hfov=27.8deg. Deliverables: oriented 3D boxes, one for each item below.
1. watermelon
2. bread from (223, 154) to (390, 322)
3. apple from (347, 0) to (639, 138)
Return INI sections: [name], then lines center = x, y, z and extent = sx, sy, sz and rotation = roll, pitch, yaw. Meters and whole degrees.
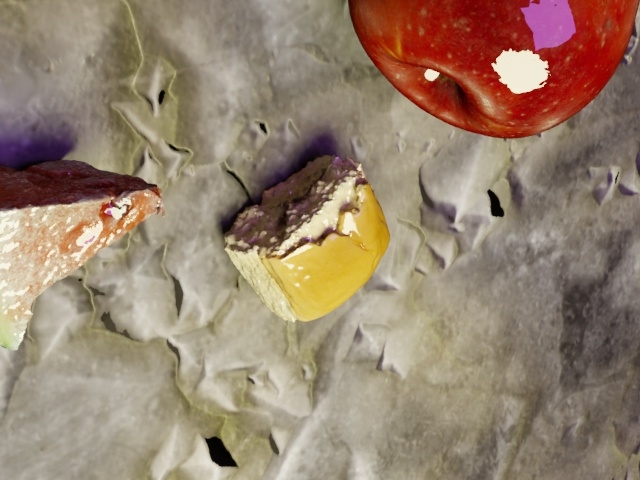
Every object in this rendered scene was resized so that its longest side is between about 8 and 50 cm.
[watermelon]
center = -0.202, -0.025, 0.880
extent = 0.158, 0.098, 0.121
rotation = -40, 145, -8
[bread]
center = -0.001, 0.001, 1.047
extent = 0.125, 0.082, 0.106
rotation = -44, 125, -14
[apple]
center = 0.131, -0.189, 0.961
extent = 0.218, 0.218, 0.201
rotation = 38, 87, -42
